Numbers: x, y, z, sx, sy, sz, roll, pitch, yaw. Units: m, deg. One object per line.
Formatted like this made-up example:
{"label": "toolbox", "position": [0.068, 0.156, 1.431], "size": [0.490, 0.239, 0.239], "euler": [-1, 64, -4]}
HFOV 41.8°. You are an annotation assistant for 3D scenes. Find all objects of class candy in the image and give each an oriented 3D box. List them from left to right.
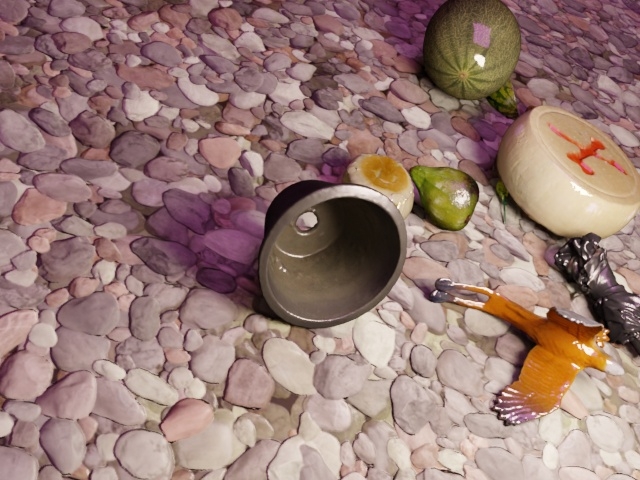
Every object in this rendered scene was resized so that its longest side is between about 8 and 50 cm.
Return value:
{"label": "candy", "position": [0.406, -0.084, 1.843], "size": [0.035, 0.035, 0.123], "euler": [13, 51, -6]}

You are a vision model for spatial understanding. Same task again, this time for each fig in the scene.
{"label": "fig", "position": [0.244, -0.094, 1.708], "size": [0.156, 0.123, 0.123], "euler": [24, 43, 3]}

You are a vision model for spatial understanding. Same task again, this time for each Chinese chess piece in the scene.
{"label": "Chinese chess piece", "position": [0.551, -0.149, 1.865], "size": [0.338, 0.140, 0.338], "euler": [21, 39, -18]}

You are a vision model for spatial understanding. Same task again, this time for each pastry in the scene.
{"label": "pastry", "position": [0.116, -0.102, 1.680], "size": [0.165, 0.088, 0.166], "euler": [13, 46, -14]}

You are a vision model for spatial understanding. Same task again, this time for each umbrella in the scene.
{"label": "umbrella", "position": [0.583, 0.111, 1.683], "size": [0.110, 0.122, 0.272], "euler": [-33, 64, 5]}

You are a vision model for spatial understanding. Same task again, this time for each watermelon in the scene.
{"label": "watermelon", "position": [0.454, -0.379, 2.146], "size": [0.069, 0.087, 0.163], "euler": [-17, 45, 9]}

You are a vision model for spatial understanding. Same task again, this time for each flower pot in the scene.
{"label": "flower pot", "position": [0.000, 0.000, 1.442], "size": [0.269, 0.269, 0.166], "euler": [3, 24, -23]}

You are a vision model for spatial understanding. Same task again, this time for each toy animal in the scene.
{"label": "toy animal", "position": [0.394, 0.175, 1.549], "size": [0.302, 0.225, 0.284], "euler": [7, 24, -37]}

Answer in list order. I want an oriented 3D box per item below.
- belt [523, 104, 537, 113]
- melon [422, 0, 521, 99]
{"label": "belt", "position": [0.547, -0.304, 2.118], "size": [0.059, 0.036, 0.083], "euler": [4, 47, -23]}
{"label": "melon", "position": [0.369, -0.474, 2.052], "size": [0.237, 0.237, 0.302], "euler": [22, 43, -4]}
